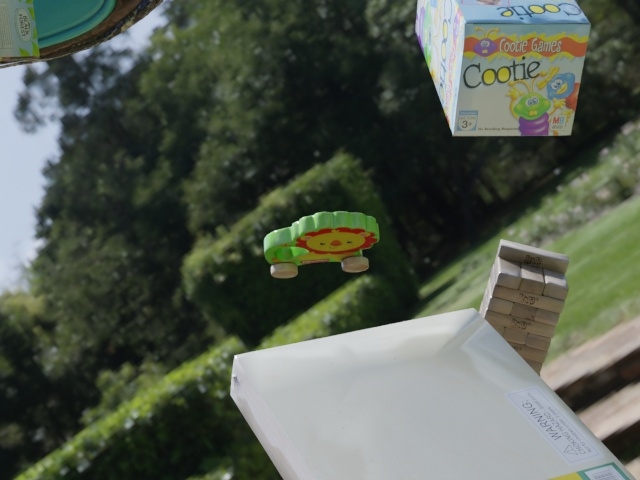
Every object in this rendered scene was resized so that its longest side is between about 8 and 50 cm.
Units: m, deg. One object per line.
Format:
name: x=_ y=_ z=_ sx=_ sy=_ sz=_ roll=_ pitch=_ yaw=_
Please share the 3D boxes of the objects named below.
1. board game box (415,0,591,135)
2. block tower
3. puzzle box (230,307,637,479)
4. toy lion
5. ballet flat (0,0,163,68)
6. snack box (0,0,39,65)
board game box: x=0.207 y=-0.251 z=1.461 sx=0.144 sy=0.142 sz=0.275 roll=0 pitch=34 yaw=-5
block tower: x=0.223 y=0.174 z=1.544 sx=0.097 sy=0.091 sz=0.335 roll=-67 pitch=-9 yaw=-73
puzzle box: x=0.122 y=0.212 z=1.058 sx=0.272 sy=0.409 sz=0.052 roll=-8 pitch=-55 yaw=-25
toy lion: x=0.000 y=0.000 z=1.027 sx=0.100 sy=0.034 sz=0.096 roll=-6 pitch=-20 yaw=7
ballet flat: x=-0.134 y=-0.252 z=0.931 sx=0.483 sy=0.164 sz=0.182 roll=-18 pitch=9 yaw=30
snack box: x=-0.233 y=-0.102 z=0.647 sx=0.141 sy=0.037 sz=0.100 roll=-4 pitch=5 yaw=35
